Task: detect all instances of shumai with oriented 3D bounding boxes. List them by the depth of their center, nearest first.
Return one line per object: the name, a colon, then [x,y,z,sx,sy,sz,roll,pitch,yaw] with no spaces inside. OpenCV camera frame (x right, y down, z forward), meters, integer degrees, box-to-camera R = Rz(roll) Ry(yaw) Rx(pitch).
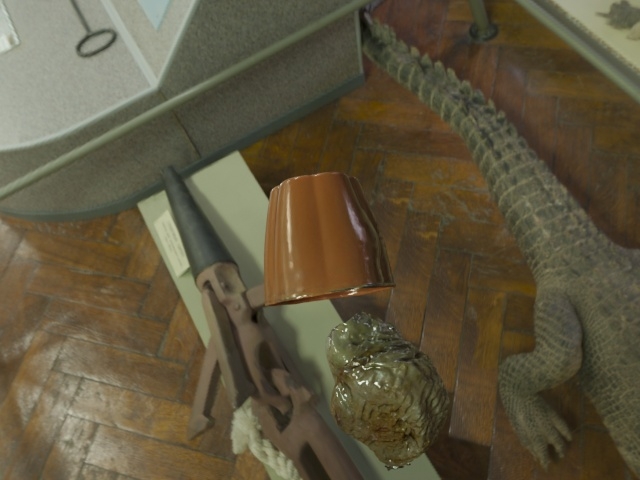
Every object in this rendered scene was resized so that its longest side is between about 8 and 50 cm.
shumai: [0.111,0.216,0.907,0.184,0.218,0.185,-25,30,28]

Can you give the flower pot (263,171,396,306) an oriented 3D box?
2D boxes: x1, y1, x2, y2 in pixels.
flower pot: [0.000,0.000,0.825,0.190,0.190,0.173,-11,82,3]
